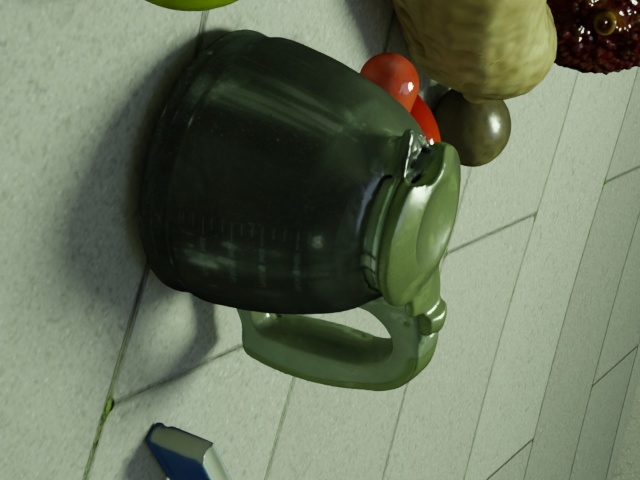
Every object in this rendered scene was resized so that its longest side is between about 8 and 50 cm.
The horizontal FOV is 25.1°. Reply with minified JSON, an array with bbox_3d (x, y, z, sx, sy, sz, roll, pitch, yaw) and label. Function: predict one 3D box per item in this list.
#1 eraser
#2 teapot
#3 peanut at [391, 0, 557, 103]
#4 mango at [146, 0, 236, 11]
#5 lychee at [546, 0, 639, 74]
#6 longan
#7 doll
[{"bbox_3d":[-0.123,0.209,1.354,0.027,0.063,0.085,-62,156,-27],"label":"eraser"},{"bbox_3d":[-0.010,0.000,1.239,0.239,0.239,0.322,-19,124,-61],"label":"teapot"},{"bbox_3d":[0.167,-0.269,1.541,0.192,0.169,0.387,-65,159,-18],"label":"peanut"},{"bbox_3d":[-0.060,-0.283,1.031,0.273,0.149,0.185,-62,167,-23],"label":"mango"},{"bbox_3d":[0.368,-0.336,1.868,0.271,0.235,0.236,-72,164,-48],"label":"lychee"},{"bbox_3d":[0.184,-0.150,1.750,0.106,0.106,0.119,25,69,-67],"label":"longan"},{"bbox_3d":[0.038,-0.056,1.441,0.161,0.130,0.290,-17,136,-56],"label":"doll"}]
